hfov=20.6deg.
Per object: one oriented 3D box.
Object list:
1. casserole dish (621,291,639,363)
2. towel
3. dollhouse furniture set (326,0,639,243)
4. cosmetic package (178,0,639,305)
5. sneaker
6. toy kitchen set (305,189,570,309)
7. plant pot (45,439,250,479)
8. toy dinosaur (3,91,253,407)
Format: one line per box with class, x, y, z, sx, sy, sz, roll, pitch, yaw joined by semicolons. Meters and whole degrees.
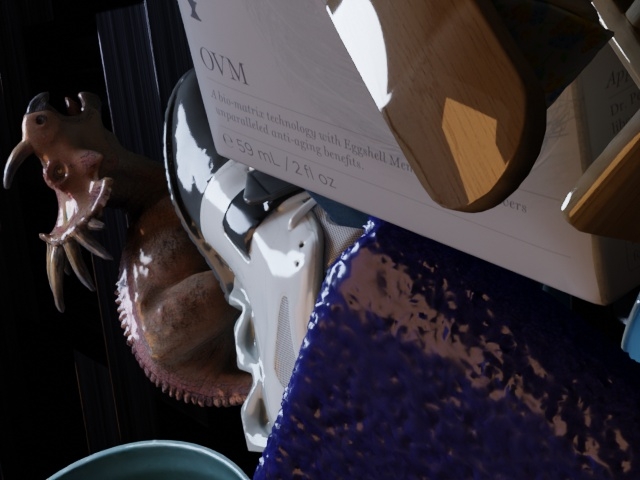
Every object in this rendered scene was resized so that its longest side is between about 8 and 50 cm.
casserole dish;0.179;0.074;0.739;0.114;0.037;0.188;103;151;-48
towel;0.112;0.143;0.726;0.308;0.076;0.227;38;130;22
dollhouse furniture set;0.168;-0.068;0.444;0.242;0.212;0.161;-53;46;31
cosmetic package;0.051;-0.128;0.646;0.224;0.138;0.224;23;134;46
sneaker;0.000;0.000;1.117;0.146;0.122;0.330;-50;53;47
toy kitchen set;0.068;0.058;0.815;0.207;0.122;0.166;45;-122;-55
plant pot;-0.139;0.343;1.470;0.196;0.293;0.293;61;176;-40
toy dinosaur;-0.106;0.034;1.269;0.127;0.200;0.295;106;147;-52
